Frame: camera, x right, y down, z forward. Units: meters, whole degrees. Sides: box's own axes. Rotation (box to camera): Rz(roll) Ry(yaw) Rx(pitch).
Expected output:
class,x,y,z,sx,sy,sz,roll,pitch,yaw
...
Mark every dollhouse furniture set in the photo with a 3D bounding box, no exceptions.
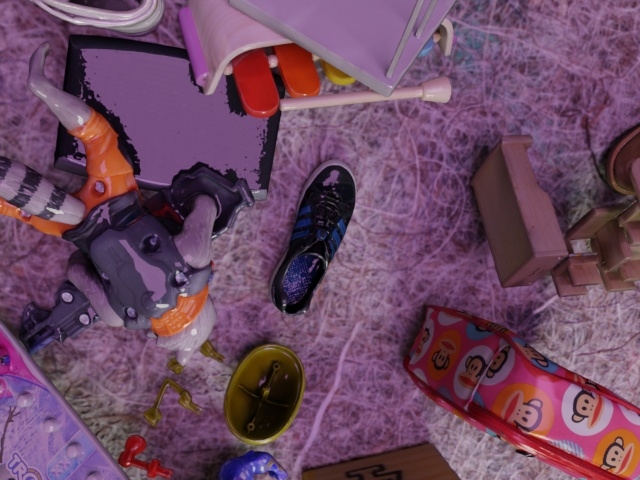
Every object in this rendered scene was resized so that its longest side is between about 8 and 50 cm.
class,x,y,z,sx,sy,sz,roll,pitch,yaw
dollhouse furniture set,0.339,-0.041,0.902,0.242,0.212,0.161,-4,65,-14

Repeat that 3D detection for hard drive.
class,x,y,z,sx,sy,sz,roll,pitch,yaw
hard drive,-0.170,-0.137,0.822,0.254,0.054,0.172,8,100,-15

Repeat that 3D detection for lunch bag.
class,x,y,z,sx,sy,sz,roll,pitch,yaw
lunch bag,0.262,0.191,0.876,0.258,0.293,0.120,26,90,-17

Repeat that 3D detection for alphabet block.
class,x,y,z,sx,sy,sz,roll,pitch,yaw
alphabet block,0.097,0.409,0.932,0.197,0.193,0.193,-10,102,-12

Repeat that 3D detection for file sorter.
class,x,y,z,sx,sy,sz,roll,pitch,yaw
file sorter,0.071,-0.328,0.697,0.192,0.173,0.278,32,63,4

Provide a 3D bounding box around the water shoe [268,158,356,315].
class,x,y,z,sx,sy,sz,roll,pitch,yaw
water shoe,0.000,0.000,0.879,0.072,0.080,0.203,19,97,-17

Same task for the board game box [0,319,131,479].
class,x,y,z,sx,sy,sz,roll,pitch,yaw
board game box,-0.380,0.345,0.750,0.390,0.050,0.390,-46,75,5

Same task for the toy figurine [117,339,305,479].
class,x,y,z,sx,sy,sz,roll,pitch,yaw
toy figurine,-0.136,0.323,0.896,0.191,0.217,0.363,12,61,12

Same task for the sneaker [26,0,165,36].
class,x,y,z,sx,sy,sz,roll,pitch,yaw
sneaker,-0.298,-0.288,0.700,0.292,0.169,0.108,15,99,-15

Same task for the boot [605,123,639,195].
class,x,y,z,sx,sy,sz,roll,pitch,yaw
boot,0.547,-0.124,0.973,0.305,0.115,0.112,-12,109,-9

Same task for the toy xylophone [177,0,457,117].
class,x,y,z,sx,sy,sz,roll,pitch,yaw
toy xylophone,0.010,-0.226,0.780,0.322,0.081,0.236,-5,66,-13

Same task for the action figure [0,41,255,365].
class,x,y,z,sx,sy,sz,roll,pitch,yaw
action figure,-0.252,0.019,0.745,0.341,0.178,0.330,-42,108,12
